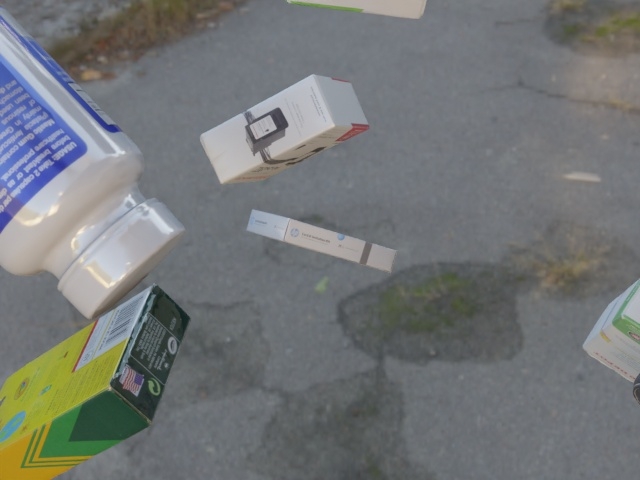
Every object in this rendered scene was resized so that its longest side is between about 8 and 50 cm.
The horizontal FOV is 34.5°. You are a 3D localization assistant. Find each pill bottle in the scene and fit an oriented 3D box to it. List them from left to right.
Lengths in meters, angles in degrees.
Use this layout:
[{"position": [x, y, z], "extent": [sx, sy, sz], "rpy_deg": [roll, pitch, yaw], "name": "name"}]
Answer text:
[{"position": [-0.246, -0.067, 0.863], "extent": [0.272, 0.152, 0.152], "rpy_deg": [47, 45, 0], "name": "pill bottle"}]

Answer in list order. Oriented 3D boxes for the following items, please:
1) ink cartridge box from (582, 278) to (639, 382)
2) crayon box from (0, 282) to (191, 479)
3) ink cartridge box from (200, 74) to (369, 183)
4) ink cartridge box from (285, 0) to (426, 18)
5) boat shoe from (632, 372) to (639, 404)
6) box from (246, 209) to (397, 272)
[{"position": [0.472, 0.138, 1.429], "extent": [0.154, 0.212, 0.093], "rpy_deg": [34, 74, 10], "name": "ink cartridge box"}, {"position": [-0.328, 0.208, 1.369], "extent": [0.319, 0.081, 0.202], "rpy_deg": [-30, 26, 28], "name": "crayon box"}, {"position": [-0.039, -0.119, 1.130], "extent": [0.151, 0.063, 0.109], "rpy_deg": [-25, -5, 23], "name": "ink cartridge box"}, {"position": [-0.006, -0.384, 1.326], "extent": [0.198, 0.114, 0.273], "rpy_deg": [-1, 28, -31], "name": "ink cartridge box"}, {"position": [0.348, 0.175, 1.035], "extent": [0.065, 0.075, 0.206], "rpy_deg": [-36, 4, -2], "name": "boat shoe"}, {"position": [0.000, 0.000, 1.557], "extent": [0.186, 0.038, 0.145], "rpy_deg": [15, 0, -26], "name": "box"}]
